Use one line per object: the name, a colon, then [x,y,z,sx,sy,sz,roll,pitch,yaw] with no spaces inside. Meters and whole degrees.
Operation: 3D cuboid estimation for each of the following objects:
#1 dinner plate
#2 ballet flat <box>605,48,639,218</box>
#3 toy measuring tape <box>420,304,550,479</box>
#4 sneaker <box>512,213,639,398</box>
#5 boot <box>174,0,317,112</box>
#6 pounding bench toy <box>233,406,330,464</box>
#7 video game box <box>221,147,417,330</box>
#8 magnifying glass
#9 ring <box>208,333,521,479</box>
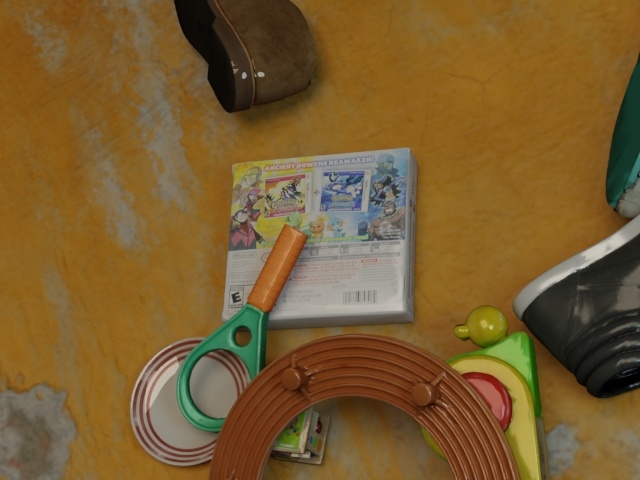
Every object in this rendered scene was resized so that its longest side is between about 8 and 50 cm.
dinner plate: [-0.137,0.172,1.441,0.141,0.017,0.141,-7,66,16]
ballet flat: [0.390,-0.206,1.357,0.147,0.147,0.409,7,71,22]
toy measuring tape: [0.157,0.225,1.273,0.121,0.121,0.330,-8,77,16]
sneaker: [0.342,0.043,1.284,0.296,0.104,0.147,-34,63,10]
boot: [-0.099,-0.274,1.588,0.115,0.112,0.305,-13,56,-19]
pounding bench toy: [-0.040,0.193,1.371,0.083,0.065,0.052,4,71,21]
video game box: [0.000,0.000,1.448,0.205,0.048,0.187,-4,71,18]
magnifying glass: [-0.076,0.092,1.404,0.092,0.026,0.231,27,90,20]
ring: [0.029,0.255,1.264,0.337,0.032,0.336,-2,87,30]
